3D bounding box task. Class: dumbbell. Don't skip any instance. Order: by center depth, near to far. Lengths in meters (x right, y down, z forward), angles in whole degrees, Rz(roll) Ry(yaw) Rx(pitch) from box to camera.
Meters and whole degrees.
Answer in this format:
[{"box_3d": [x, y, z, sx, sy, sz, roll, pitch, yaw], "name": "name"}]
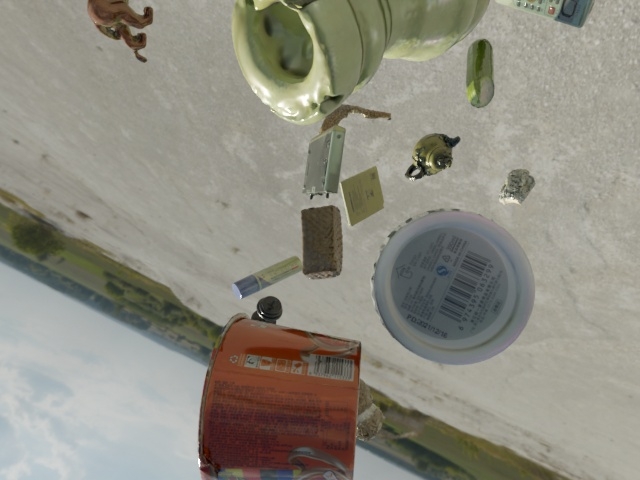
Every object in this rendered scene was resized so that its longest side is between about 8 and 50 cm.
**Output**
[{"box_3d": [-0.197, 0.271, 1.518, 0.099, 0.099, 0.208, 28, 132, -2], "name": "dumbbell"}]

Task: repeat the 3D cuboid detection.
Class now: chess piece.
[{"box_3d": [0.081, -0.348, 0.637, 0.234, 0.442, 0.234, 29, 143, 24], "name": "chess piece"}]

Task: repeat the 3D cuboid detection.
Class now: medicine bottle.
[{"box_3d": [-0.165, 0.115, 1.314, 0.059, 0.231, 0.059, 35, 138, 40], "name": "medicine bottle"}]

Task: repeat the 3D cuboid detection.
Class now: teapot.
[{"box_3d": [0.482, -0.352, 1.774, 0.173, 0.269, 0.182, 43, -171, -29], "name": "teapot"}]

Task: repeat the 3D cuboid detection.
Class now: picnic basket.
[{"box_3d": [0.000, 0.000, 1.053, 0.110, 0.193, 0.055, -7, 162, 15], "name": "picnic basket"}]

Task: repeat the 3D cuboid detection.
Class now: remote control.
[{"box_3d": [0.647, -0.715, 1.217, 0.285, 0.038, 0.123, 32, 174, 22], "name": "remote control"}]

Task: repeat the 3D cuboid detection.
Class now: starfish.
[{"box_3d": [0.066, -0.558, 1.892, 0.384, 0.398, 0.132, 16, 133, 31], "name": "starfish"}]

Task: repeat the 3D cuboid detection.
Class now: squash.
[{"box_3d": [0.399, -0.422, 1.036, 0.069, 0.238, 0.069, 10, 151, 6], "name": "squash"}]

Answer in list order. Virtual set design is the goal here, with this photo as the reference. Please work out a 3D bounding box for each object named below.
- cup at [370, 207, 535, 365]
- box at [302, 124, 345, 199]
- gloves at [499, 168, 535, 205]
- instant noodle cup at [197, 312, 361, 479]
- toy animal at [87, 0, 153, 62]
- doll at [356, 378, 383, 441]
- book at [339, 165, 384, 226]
[{"box_3d": [0.213, 0.070, 0.708, 0.254, 0.253, 0.371, 21, -179, 15], "name": "cup"}, {"box_3d": [0.002, -0.229, 1.275, 0.045, 0.210, 0.270, 7, -176, -17], "name": "box"}, {"box_3d": [0.753, -0.209, 1.587, 0.070, 0.153, 0.114, 38, 165, -30], "name": "gloves"}, {"box_3d": [-0.041, 0.237, 0.603, 0.192, 0.250, 0.250, 3, 155, 7], "name": "instant noodle cup"}, {"box_3d": [-0.446, -0.555, 0.878, 0.158, 0.312, 0.097, -8, -158, -35], "name": "toy animal"}, {"box_3d": [0.095, 0.441, 1.154, 0.105, 0.221, 0.115, -38, 149, 26], "name": "doll"}, {"box_3d": [0.155, -0.162, 1.495, 0.013, 0.192, 0.167, 9, 120, 48], "name": "book"}]
